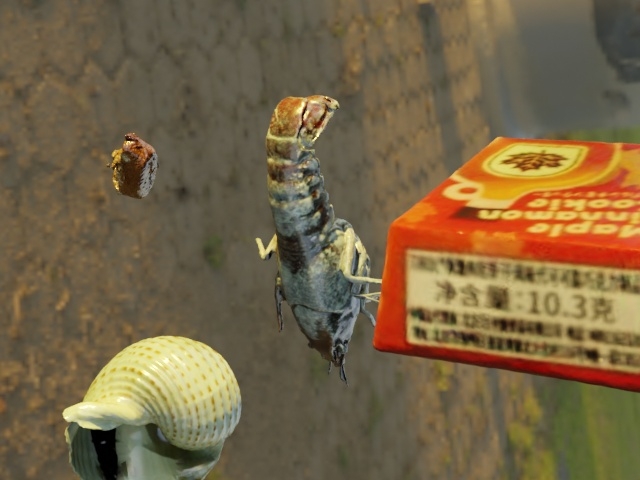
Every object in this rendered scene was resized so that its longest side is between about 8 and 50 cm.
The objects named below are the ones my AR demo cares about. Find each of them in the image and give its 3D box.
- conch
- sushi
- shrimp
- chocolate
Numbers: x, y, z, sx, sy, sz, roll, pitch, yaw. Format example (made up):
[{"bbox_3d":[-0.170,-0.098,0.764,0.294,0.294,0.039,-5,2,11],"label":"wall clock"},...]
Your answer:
[{"bbox_3d":[-0.186,0.179,1.398,0.131,0.200,0.172,-108,-147,-51],"label":"conch"},{"bbox_3d":[-0.247,-0.095,1.685,0.061,0.060,0.118,-55,167,-52],"label":"sushi"},{"bbox_3d":[-0.002,0.005,1.703,0.166,0.221,0.410,-52,139,-33],"label":"shrimp"},{"bbox_3d":[0.188,0.008,0.938,0.235,0.237,0.108,-37,128,-51],"label":"chocolate"}]
